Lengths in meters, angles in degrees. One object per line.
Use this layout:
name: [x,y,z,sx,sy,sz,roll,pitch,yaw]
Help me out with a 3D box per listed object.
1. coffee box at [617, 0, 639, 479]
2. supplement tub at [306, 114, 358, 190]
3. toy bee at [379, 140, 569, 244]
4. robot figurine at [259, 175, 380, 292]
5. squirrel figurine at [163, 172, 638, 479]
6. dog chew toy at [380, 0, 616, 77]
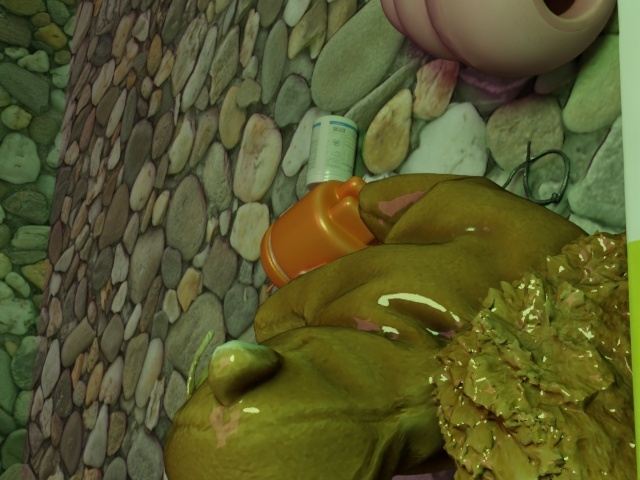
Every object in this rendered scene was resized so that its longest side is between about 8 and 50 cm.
coffee box: [0.375,0.004,0.322,0.338,0.338,0.334,-15,65,50]
supplement tub: [0.017,-0.127,1.099,0.071,0.071,0.107,-10,69,52]
toy bee: [0.114,-0.010,0.842,0.195,0.162,0.298,42,110,54]
robot figurine: [-0.001,0.001,1.020,0.219,0.128,0.158,-37,62,40]
squirrel figurine: [0.090,0.100,0.531,0.397,0.370,0.280,-2,100,42]
dog chew toy: [0.180,-0.298,0.848,0.332,0.207,0.206,33,104,63]
